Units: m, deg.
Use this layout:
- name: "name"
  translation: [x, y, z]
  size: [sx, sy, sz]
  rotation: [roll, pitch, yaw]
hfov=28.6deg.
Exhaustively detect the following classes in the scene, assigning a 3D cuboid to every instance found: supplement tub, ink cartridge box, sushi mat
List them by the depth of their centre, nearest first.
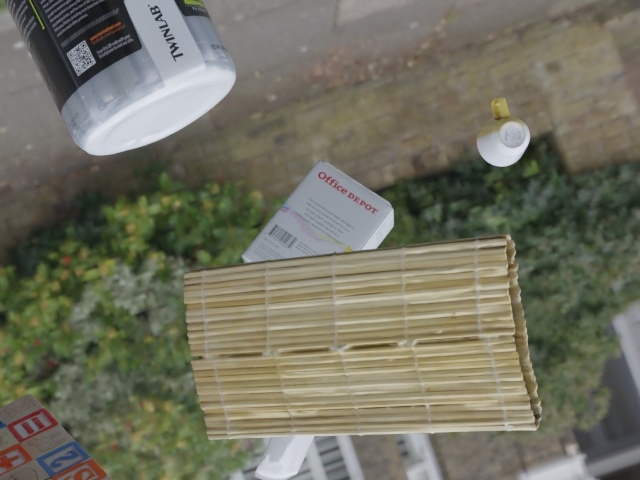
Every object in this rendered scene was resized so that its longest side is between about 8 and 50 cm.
- name: "sushi mat"
  translation: [0.022, 0.084, 1.024]
  size: [0.317, 0.151, 0.019]
  rotation: [-7, -178, 32]
- name: "supplement tub"
  translation: [-0.240, -0.269, 1.361]
  size: [0.194, 0.316, 0.193]
  rotation: [-27, 174, -3]
- name: "ink cartridge box"
  translation: [0.000, 0.000, 1.689]
  size: [0.175, 0.127, 0.072]
  rotation: [-51, 163, -14]

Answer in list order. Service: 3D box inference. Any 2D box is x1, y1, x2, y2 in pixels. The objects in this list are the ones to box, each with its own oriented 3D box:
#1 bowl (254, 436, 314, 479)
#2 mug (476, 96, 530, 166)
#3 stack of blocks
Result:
- name: "bowl"
  translation: [-0.037, 0.261, 1.677]
  size: [0.053, 0.142, 0.142]
  rotation: [25, 169, 1]
- name: "mug"
  translation: [0.225, -0.132, 1.554]
  size: [0.062, 0.078, 0.064]
  rotation: [-43, -179, -5]
- name: "stack of blocks"
  translation: [-0.284, 0.265, 1.162]
  size: [0.171, 0.087, 0.297]
  rotation: [-25, -153, -25]
